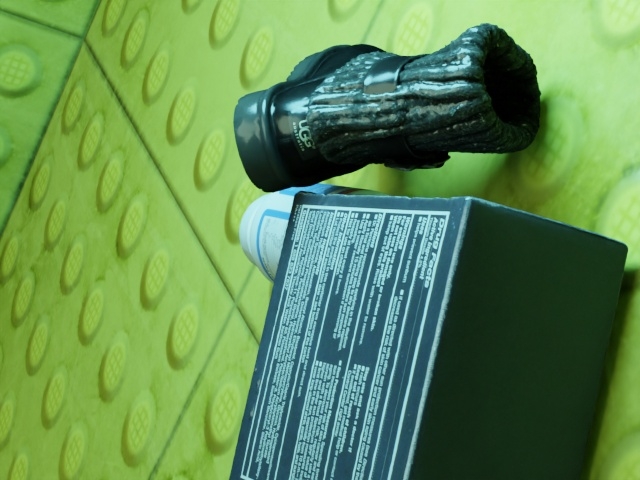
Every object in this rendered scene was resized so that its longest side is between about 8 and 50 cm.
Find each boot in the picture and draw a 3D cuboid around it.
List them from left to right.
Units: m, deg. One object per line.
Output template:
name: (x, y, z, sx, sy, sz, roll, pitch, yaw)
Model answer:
boot: (0.095, -0.140, 1.381, 0.260, 0.348, 0.131, -14, 103, 24)

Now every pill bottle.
pill bottle: (0.000, 0.000, 1.504, 0.221, 0.124, 0.124, 13, 87, 62)

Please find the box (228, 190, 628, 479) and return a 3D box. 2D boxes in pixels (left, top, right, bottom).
box: (0.086, 0.120, 1.226, 0.294, 0.183, 0.296, 6, 82, 62)
